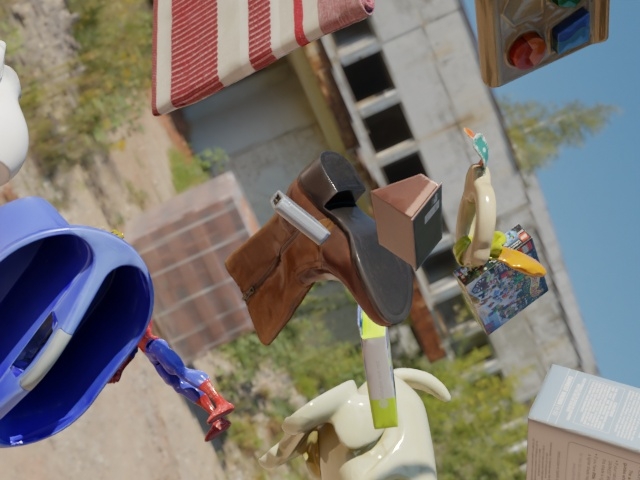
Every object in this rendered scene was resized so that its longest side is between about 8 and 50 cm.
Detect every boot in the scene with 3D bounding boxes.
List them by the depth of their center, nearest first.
[{"bbox_3d":[-0.018,0.061,1.420,0.096,0.280,0.264,-9,60,-46],"label":"boot"}]

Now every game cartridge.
[{"bbox_3d":[-0.017,-0.019,0.908,0.056,0.017,0.083,35,3,-9],"label":"game cartridge"}]

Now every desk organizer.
[{"bbox_3d":[0.085,-0.023,1.021,0.050,0.047,0.130,34,-15,19],"label":"desk organizer"}]

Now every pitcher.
[{"bbox_3d":[-0.534,-0.204,1.698,0.178,0.125,0.207,112,-21,-50],"label":"pitcher"}]

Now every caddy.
[{"bbox_3d":[-0.373,0.113,1.365,0.241,0.341,0.179,32,10,-37],"label":"caddy"}]

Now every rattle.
[{"bbox_3d":[0.267,-0.056,1.512,0.130,0.143,0.199,44,53,-79],"label":"rattle"}]

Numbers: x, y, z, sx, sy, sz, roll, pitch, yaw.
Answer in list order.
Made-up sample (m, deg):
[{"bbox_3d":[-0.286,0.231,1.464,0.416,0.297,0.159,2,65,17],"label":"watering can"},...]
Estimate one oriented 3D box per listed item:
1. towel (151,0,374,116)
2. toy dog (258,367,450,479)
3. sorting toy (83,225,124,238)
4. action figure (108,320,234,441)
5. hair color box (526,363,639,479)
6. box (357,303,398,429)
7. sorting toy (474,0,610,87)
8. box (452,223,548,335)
[{"bbox_3d":[-0.078,-0.300,1.250,0.037,0.329,0.237,26,53,-46],"label":"towel"},{"bbox_3d":[0.135,0.469,1.939,0.408,0.395,0.284,55,-39,16],"label":"toy dog"},{"bbox_3d":[-0.442,0.024,1.787,0.274,0.132,0.046,0,-62,40],"label":"sorting toy"},{"bbox_3d":[-0.266,0.190,1.558,0.280,0.139,0.091,48,-33,23],"label":"action figure"},{"bbox_3d":[0.480,0.318,1.449,0.374,0.113,0.185,15,-44,25],"label":"hair color box"},{"bbox_3d":[0.088,0.183,1.601,0.109,0.042,0.178,-85,167,-68],"label":"box"},{"bbox_3d":[0.356,-0.389,1.655,0.307,0.229,0.041,74,-8,-49],"label":"sorting toy"},{"bbox_3d":[0.360,0.081,2.068,0.044,0.159,0.233,53,-2,35],"label":"box"}]
